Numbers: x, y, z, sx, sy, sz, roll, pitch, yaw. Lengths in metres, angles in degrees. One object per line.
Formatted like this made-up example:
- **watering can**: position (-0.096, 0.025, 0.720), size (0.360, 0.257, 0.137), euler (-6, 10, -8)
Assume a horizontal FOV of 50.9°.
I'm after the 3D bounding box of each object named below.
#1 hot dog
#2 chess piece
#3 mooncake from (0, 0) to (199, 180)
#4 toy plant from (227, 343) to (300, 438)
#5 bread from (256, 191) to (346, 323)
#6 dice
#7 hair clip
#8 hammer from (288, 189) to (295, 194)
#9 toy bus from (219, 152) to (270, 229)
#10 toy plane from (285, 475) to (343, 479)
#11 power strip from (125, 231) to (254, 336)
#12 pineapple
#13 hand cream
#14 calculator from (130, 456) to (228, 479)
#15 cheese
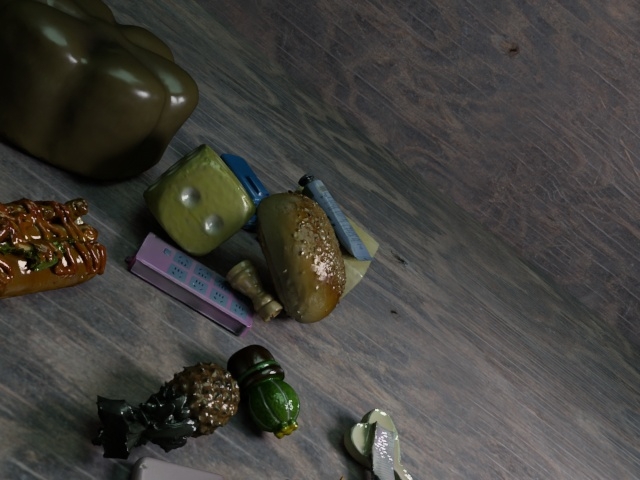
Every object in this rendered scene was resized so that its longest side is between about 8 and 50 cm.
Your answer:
- **hot dog**: position (-0.470, 0.005, 1.008), size (0.349, 0.117, 0.158), euler (-4, 58, -58)
- **chess piece**: position (-0.128, 0.101, 1.332), size (0.122, 0.066, 0.066), euler (50, 25, 10)
- **mooncake**: position (-0.503, -0.351, 1.425), size (0.467, 0.262, 0.467), euler (31, 23, -15)
- **toy plant**: position (-0.094, 0.263, 1.156), size (0.092, 0.093, 0.162), euler (5, 44, -53)
- **bread**: position (-0.038, 0.031, 1.421), size (0.305, 0.158, 0.306), euler (159, -90, -87)
- **dice**: position (-0.246, -0.082, 1.377), size (0.169, 0.169, 0.166), euler (52, 0, -18)
- **hair clip**: position (0.118, 0.408, 1.235), size (0.159, 0.071, 0.218), euler (34, 30, -21)
- **hammer**: position (-0.027, -0.054, 1.607), size (0.065, 0.021, 0.178), euler (-4, 50, -49)
- **toy bus**: position (-0.196, -0.121, 1.657), size (0.090, 0.106, 0.185), euler (9, 38, -54)
- **toy plane**: position (0.000, 0.475, 0.911), size (0.204, 0.103, 0.316), euler (26, 34, 3)
- **power strip**: position (-0.243, 0.086, 1.310), size (0.279, 0.037, 0.109), euler (34, 25, -14)
- **pineapple**: position (-0.225, 0.248, 0.969), size (0.237, 0.119, 0.111), euler (-6, 77, -59)
- **hand cream**: position (0.035, -0.053, 1.649), size (0.271, 0.058, 0.091), euler (54, 20, 19)
- **calculator**: position (-0.190, 0.355, 0.922), size (0.175, 0.032, 0.100), euler (26, 27, -28)
- **cheese**: position (0.000, 0.000, 1.710), size (0.265, 0.124, 0.242), euler (40, 30, -1)
